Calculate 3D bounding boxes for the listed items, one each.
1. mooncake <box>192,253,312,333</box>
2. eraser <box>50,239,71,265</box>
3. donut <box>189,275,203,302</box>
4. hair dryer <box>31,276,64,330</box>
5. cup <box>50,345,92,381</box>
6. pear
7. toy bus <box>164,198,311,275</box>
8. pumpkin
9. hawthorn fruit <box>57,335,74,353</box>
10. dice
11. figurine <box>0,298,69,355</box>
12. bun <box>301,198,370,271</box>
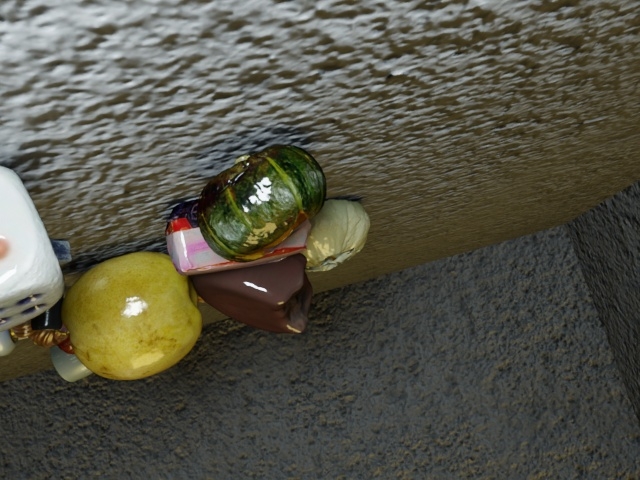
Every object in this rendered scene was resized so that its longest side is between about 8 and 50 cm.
[{"bbox_3d":[-0.148,0.096,1.398,0.334,0.174,0.326,-4,145,42],"label":"mooncake"},{"bbox_3d":[-0.589,0.031,1.083,0.092,0.046,0.212,-21,167,28],"label":"eraser"},{"bbox_3d":[-0.389,0.138,1.718,0.295,0.112,0.151,-15,166,-7],"label":"donut"},{"bbox_3d":[-0.718,0.162,1.393,0.256,0.128,0.070,-10,169,29],"label":"hair dryer"},{"bbox_3d":[-0.874,0.397,2.230,0.234,0.186,0.258,-24,-162,1],"label":"cup"},{"bbox_3d":[-0.438,0.176,1.365,0.315,0.314,0.314,-15,169,-3],"label":"pear"},{"bbox_3d":[-0.166,-0.019,1.192,0.303,0.147,0.127,-9,173,-24],"label":"toy bus"},{"bbox_3d":[-0.103,-0.068,0.977,0.238,0.159,0.238,-36,174,-4],"label":"pumpkin"},{"bbox_3d":[-0.768,0.281,1.839,0.172,0.148,0.148,-38,163,12],"label":"hawthorn fruit"},{"bbox_3d":[-0.469,0.022,0.767,0.193,0.191,0.194,-25,169,-29],"label":"dice"},{"bbox_3d":[-0.772,0.220,1.509,0.264,0.142,0.189,-11,168,-12],"label":"figurine"},{"bbox_3d":[0.000,0.000,1.477,0.260,0.152,0.259,-15,171,-3],"label":"bun"}]
